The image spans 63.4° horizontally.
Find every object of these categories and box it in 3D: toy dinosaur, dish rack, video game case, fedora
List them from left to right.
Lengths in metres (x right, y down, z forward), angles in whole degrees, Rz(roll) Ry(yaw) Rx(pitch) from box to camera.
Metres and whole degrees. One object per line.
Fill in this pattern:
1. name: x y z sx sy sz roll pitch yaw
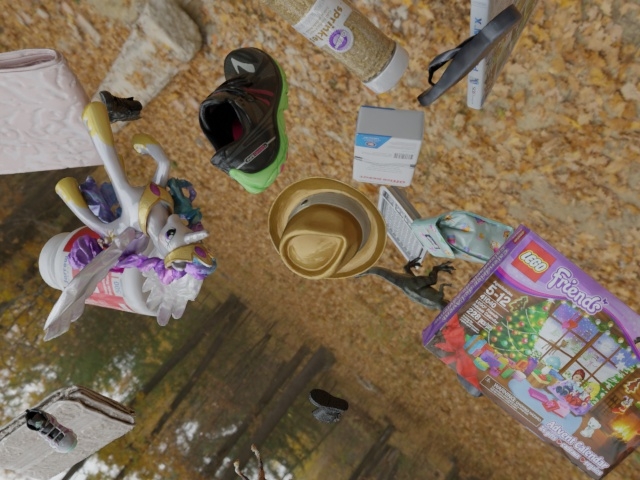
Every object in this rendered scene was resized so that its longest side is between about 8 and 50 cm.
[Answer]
1. fedora: 0.000 0.000 0.771 0.195 0.079 0.194 10 125 14
2. dish rack: 0.325 -0.058 1.964 0.285 0.072 0.333 54 169 19
3. toy dinosaur: 0.200 0.083 1.058 0.268 0.118 0.064 24 141 29
4. video game case: 0.364 -0.468 0.986 0.036 0.329 0.300 24 165 22

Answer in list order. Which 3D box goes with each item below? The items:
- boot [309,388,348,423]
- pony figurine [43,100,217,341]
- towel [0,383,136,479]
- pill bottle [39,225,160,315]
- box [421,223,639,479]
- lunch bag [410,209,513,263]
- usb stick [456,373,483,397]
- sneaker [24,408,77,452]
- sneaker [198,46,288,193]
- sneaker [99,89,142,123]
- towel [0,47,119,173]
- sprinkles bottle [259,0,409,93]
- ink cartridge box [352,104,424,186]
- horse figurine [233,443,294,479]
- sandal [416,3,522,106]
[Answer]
1. boot: 0.007 0.444 1.381 0.121 0.045 0.099 24 136 -15
2. pony figurine: -0.344 -0.008 0.936 0.303 0.351 0.363 -11 -123 -51
3. towel: -0.545 0.407 1.076 0.187 0.282 0.049 48 -168 -41
4. pill bottle: -0.576 0.074 1.444 0.408 0.229 0.229 4 149 27
5. box: 0.309 0.146 0.670 0.293 0.201 0.057 38 -167 -1
6. lunch bag: 0.440 -0.016 1.669 0.263 0.160 0.223 15 179 -9
7. usb stick: 0.341 0.213 1.022 0.278 0.045 0.077 103 148 -43
8. sneaker: -0.435 0.298 0.821 0.098 0.038 0.069 20 151 26
9. sneaker: -0.199 -0.345 1.311 0.202 0.482 0.185 22 133 -37
10. sneaker: -0.463 -0.316 1.217 0.051 0.089 0.170 68 160 1
11. towel: -0.567 -0.217 0.938 0.317 0.053 0.332 -7 163 -8
12. sprinkles bottle: 0.037 -0.473 1.153 0.355 0.121 0.121 29 171 -29
13. ink cartridge box: 0.147 -0.206 1.156 0.140 0.082 0.190 7 159 4
14. horse figurine: -0.187 0.617 1.217 0.174 0.263 0.066 55 161 0
15. sandal: 0.231 -0.304 0.846 0.054 0.097 0.254 50 158 0
